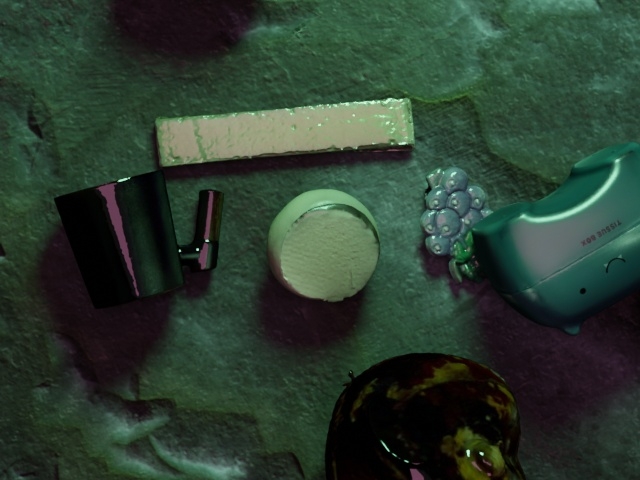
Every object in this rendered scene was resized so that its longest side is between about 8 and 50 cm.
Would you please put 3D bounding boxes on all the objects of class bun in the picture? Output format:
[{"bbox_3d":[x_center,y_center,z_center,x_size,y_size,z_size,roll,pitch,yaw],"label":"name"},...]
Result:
[{"bbox_3d":[0.000,0.000,1.726,0.173,0.120,0.172,-5,114,-11],"label":"bun"}]

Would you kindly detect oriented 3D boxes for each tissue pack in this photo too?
[{"bbox_3d":[0.387,0.004,1.690,0.287,0.198,0.206,-29,95,-6],"label":"tissue pack"}]

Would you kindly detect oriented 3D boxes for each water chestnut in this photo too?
[{"bbox_3d":[0.141,0.336,1.666,0.335,0.347,0.335,14,50,-17],"label":"water chestnut"}]

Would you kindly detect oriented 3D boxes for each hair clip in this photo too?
[{"bbox_3d":[0.214,-0.019,1.771,0.124,0.052,0.195,-31,97,-6],"label":"hair clip"}]

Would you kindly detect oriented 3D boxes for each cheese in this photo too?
[{"bbox_3d":[-0.055,-0.167,1.769,0.400,0.034,0.085,-4,90,-1],"label":"cheese"}]

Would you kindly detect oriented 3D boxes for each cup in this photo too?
[{"bbox_3d":[-0.257,-0.010,1.704,0.239,0.166,0.177,-15,93,1],"label":"cup"}]
